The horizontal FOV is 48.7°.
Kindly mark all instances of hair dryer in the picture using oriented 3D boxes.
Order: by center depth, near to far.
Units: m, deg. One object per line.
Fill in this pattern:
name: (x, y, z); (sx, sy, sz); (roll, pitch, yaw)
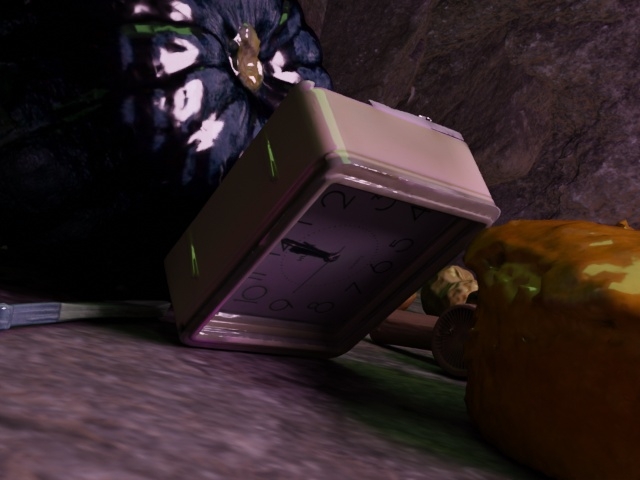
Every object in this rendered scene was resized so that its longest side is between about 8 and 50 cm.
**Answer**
hair dryer: (0.110, 0.087, 0.667); (0.181, 0.064, 0.117); (5, -5, 43)

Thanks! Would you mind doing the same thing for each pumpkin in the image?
pumpkin: (-0.147, -0.119, 0.628); (0.266, 0.363, 0.363); (-15, -14, 29)

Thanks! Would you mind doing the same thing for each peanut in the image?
peanut: (0.208, 0.088, 1.064); (0.083, 0.093, 0.194); (27, -4, -10)

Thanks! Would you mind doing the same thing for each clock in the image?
clock: (0.000, 0.000, 0.472); (0.147, 0.071, 0.192); (13, -45, -37)

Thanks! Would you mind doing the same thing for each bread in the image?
bread: (0.208, 0.067, 0.397); (0.268, 0.146, 0.268); (9, 3, -1)

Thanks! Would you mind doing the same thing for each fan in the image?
fan: (-0.160, 0.048, 0.479); (0.038, 0.016, 0.193); (5, -2, 15)

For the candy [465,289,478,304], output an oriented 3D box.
candy: (0.296, 0.109, 0.750); (0.271, 0.101, 0.143); (19, -6, -1)

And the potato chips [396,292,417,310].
potato chips: (0.049, 0.074, 0.968); (0.150, 0.049, 0.201); (6, 6, -29)

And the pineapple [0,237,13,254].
pineapple: (-0.339, -0.062, 0.750); (0.193, 0.166, 0.166); (-1, -4, 19)
